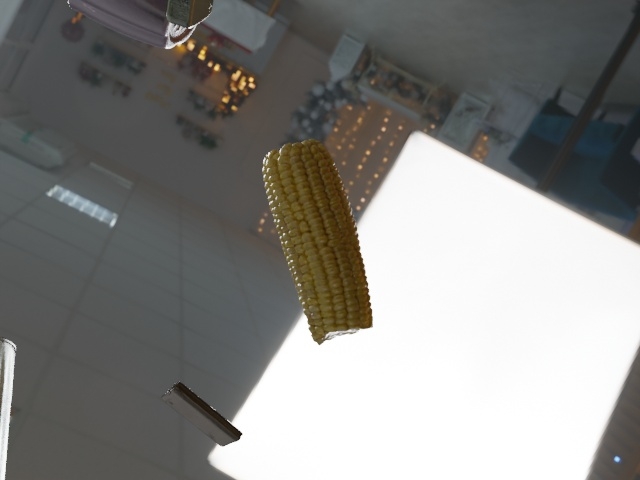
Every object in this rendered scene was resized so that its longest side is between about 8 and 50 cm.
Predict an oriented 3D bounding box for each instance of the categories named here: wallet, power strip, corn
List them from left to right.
[{"bbox_3d":[-0.247,-0.533,1.412,0.059,0.264,0.193,21,-145,4],"label":"power strip"},{"bbox_3d":[-0.280,0.411,1.757,0.198,0.031,0.110,41,143,-10],"label":"wallet"},{"bbox_3d":[0.000,0.000,0.888,0.093,0.094,0.244,-9,-97,-83],"label":"corn"}]

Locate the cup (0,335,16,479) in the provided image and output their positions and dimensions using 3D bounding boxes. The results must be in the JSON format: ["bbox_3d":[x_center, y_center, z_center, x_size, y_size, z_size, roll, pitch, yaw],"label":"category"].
[{"bbox_3d":[-0.595,0.309,0.926,0.401,0.391,0.310,0,161,-22],"label":"cup"}]

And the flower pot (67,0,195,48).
[{"bbox_3d":[-0.389,-0.565,1.661,0.243,0.265,0.265,34,-175,1],"label":"flower pot"}]
